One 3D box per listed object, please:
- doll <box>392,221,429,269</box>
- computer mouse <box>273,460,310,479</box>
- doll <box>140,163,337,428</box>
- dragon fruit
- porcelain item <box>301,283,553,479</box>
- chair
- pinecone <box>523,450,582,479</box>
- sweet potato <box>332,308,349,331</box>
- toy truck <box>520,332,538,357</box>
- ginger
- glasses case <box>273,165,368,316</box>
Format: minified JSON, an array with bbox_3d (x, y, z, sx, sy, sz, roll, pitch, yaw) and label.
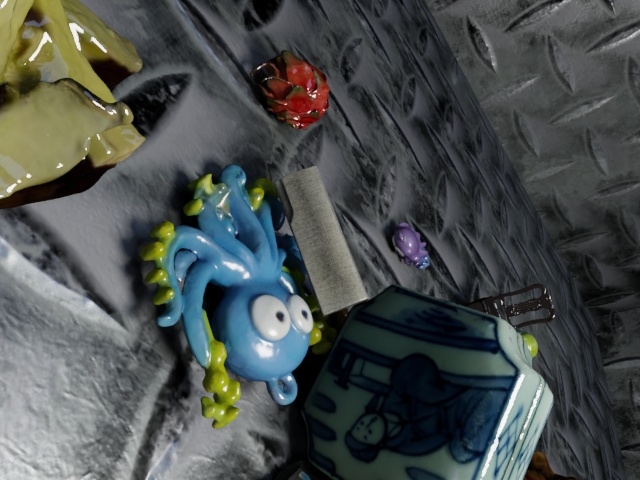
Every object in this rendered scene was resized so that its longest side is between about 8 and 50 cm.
[{"bbox_3d":[0.212,0.018,1.189,0.206,0.067,0.110,33,31,-58],"label":"doll"},{"bbox_3d":[-0.037,0.328,0.638,0.079,0.047,0.135,62,20,1],"label":"computer mouse"},{"bbox_3d":[-0.079,0.048,0.691,0.346,0.099,0.341,11,61,-59],"label":"doll"},{"bbox_3d":[-0.049,-0.267,0.924,0.121,0.130,0.142,-46,116,-20],"label":"dragon fruit"},{"bbox_3d":[0.133,0.218,0.691,0.157,0.281,0.286,40,74,-42],"label":"porcelain item"},{"bbox_3d":[0.453,0.185,1.293,0.113,0.229,0.106,-7,77,-60],"label":"chair"},{"bbox_3d":[0.337,0.512,0.793,0.398,0.398,0.397,34,45,-43],"label":"pinecone"},{"bbox_3d":[0.042,0.140,0.885,0.095,0.034,0.034,58,31,4],"label":"sweet potato"},{"bbox_3d":[0.330,0.254,1.107,0.187,0.210,0.148,1,70,-37],"label":"toy truck"},{"bbox_3d":[-0.291,-0.193,0.420,0.413,0.211,0.358,12,64,-54],"label":"ginger"},{"bbox_3d":[0.000,0.000,0.738,0.047,0.071,0.205,79,-9,-81],"label":"glasses case"}]
